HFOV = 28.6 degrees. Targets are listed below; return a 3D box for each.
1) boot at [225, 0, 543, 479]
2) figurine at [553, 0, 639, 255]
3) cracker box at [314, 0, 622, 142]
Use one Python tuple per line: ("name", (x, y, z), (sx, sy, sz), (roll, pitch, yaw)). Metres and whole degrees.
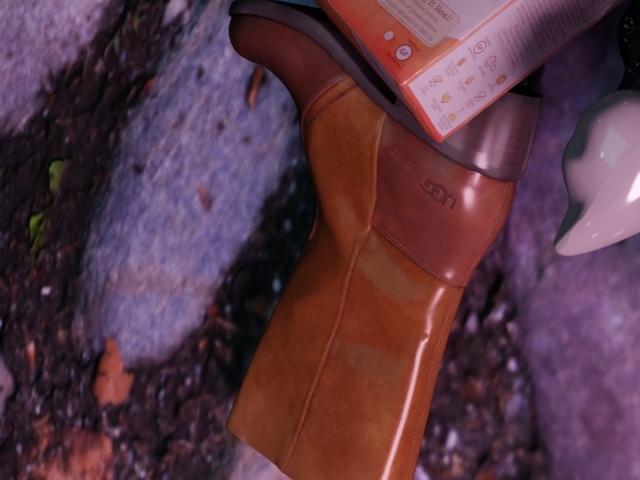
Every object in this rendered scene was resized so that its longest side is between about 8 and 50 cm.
("boot", (0.000, 0.000, 0.811), (0.264, 0.096, 0.280), (29, 110, 34))
("figurine", (0.199, -0.091, 0.563), (0.092, 0.215, 0.209), (47, 132, -12))
("cracker box", (0.105, -0.185, 0.682), (0.232, 0.067, 0.156), (-38, 55, 2))
